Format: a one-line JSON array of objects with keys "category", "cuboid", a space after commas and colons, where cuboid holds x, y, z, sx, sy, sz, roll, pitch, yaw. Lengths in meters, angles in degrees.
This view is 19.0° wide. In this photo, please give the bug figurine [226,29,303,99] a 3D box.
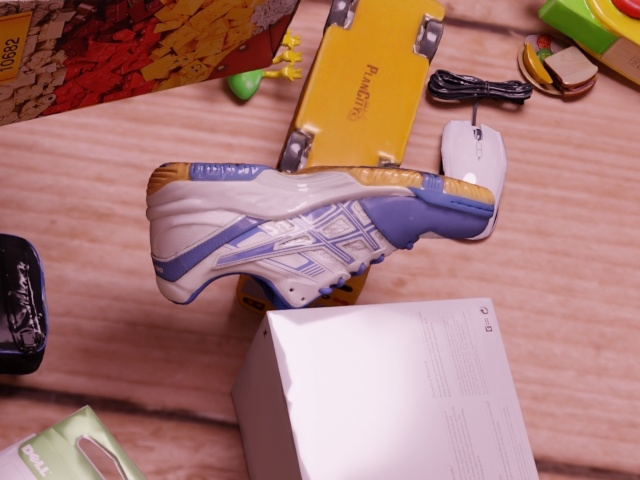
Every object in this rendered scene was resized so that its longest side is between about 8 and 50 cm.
[{"category": "bug figurine", "cuboid": [-0.126, -0.248, 1.846, 0.279, 0.072, 0.216, 11, 64, -31]}]

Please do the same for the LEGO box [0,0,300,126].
[{"category": "LEGO box", "cuboid": [-0.267, -0.341, 1.391, 0.372, 0.193, 0.500, -15, 65, -26]}]

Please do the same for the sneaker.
[{"category": "sneaker", "cuboid": [0.000, 0.000, 1.619, 0.296, 0.112, 0.131, 0, 92, -8]}]

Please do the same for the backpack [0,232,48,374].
[{"category": "backpack", "cuboid": [-0.286, 0.057, 1.623, 0.105, 0.084, 0.114, 2, 64, -16]}]

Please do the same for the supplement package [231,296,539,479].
[{"category": "supplement package", "cuboid": [0.052, 0.170, 1.612, 0.203, 0.149, 0.194, -3, 60, -18]}]

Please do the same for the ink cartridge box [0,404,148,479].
[{"category": "ink cartridge box", "cuboid": [-0.243, 0.229, 1.536, 0.209, 0.062, 0.109, -28, 70, -39]}]

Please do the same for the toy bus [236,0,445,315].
[{"category": "toy bus", "cuboid": [0.022, -0.088, 1.775, 0.108, 0.130, 0.333, 19, 56, -3]}]

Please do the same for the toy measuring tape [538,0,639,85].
[{"category": "toy measuring tape", "cuboid": [0.361, -0.213, 1.972, 0.330, 0.121, 0.121, 30, 55, -7]}]

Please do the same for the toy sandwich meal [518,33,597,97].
[{"category": "toy sandwich meal", "cuboid": [0.243, -0.183, 1.960, 0.085, 0.029, 0.086, 8, 57, -12]}]

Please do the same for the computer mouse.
[{"category": "computer mouse", "cuboid": [0.153, -0.088, 1.868, 0.106, 0.042, 0.193, 12, 56, -10]}]
